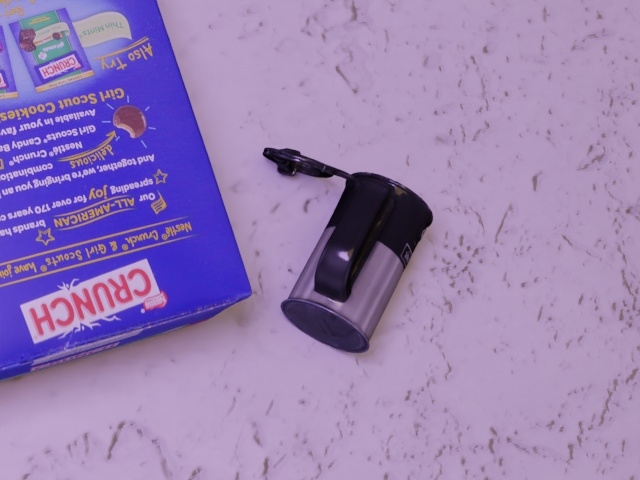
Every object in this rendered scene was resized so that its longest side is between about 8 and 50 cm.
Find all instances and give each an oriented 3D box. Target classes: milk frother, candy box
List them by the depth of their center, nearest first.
[{"bbox_3d":[-0.236,-0.058,1.324,0.268,0.122,0.317,-15,81,-25],"label":"candy box"},{"bbox_3d":[0.000,0.000,1.424,0.143,0.129,0.134,15,64,29],"label":"milk frother"}]
